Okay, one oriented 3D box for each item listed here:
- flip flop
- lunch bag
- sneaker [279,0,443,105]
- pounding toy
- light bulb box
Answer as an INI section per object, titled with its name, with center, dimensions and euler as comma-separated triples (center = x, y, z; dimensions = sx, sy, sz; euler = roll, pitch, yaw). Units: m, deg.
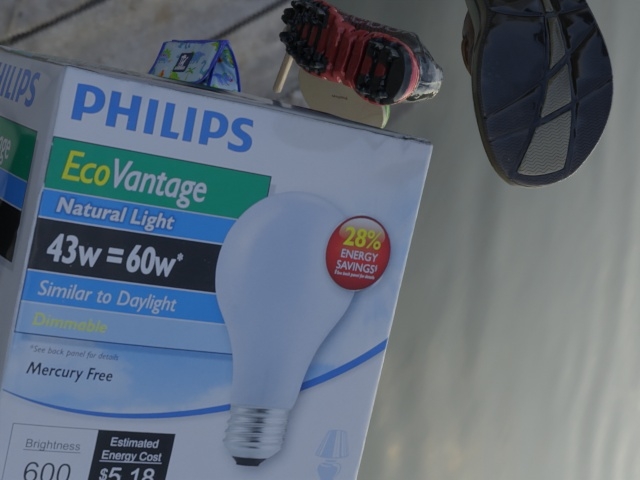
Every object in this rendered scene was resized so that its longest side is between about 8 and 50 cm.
[flip flop]
center = 0.152, -0.168, 0.980
dimensions = 0.080, 0.112, 0.277
euler = 107, -28, -67
[lunch bag]
center = -0.190, -0.227, 1.852
dimensions = 0.096, 0.129, 0.151
euler = 1, 94, -53
[sneaker]
center = 0.058, -0.252, 1.665
dimensions = 0.135, 0.276, 0.097
euler = 1, 114, -44
[pounding toy]
center = 0.043, -0.299, 2.209
dimensions = 0.110, 0.237, 0.183
euler = -49, 164, -31
[light bulb box]
center = -0.133, 0.040, 1.105
dimensions = 0.358, 0.225, 0.360
euler = 8, 97, -31
